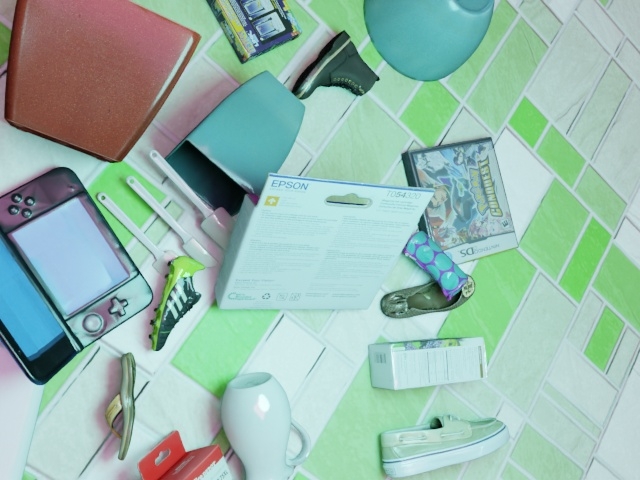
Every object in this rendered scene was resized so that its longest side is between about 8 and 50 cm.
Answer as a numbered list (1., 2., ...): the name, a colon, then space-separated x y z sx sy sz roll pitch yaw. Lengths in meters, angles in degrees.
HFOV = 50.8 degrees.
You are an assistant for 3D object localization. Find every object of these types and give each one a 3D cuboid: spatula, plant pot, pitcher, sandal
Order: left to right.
1. plant pot: -0.386 -0.267 1.115 0.267 0.267 0.235 21 88 -23
2. sandal: -0.344 0.283 1.157 0.049 0.072 0.180 0 82 -11
3. spatula: -0.273 -0.038 1.241 0.168 0.019 0.242 -42 102 -3
4. plant pot: -0.145 -0.193 1.265 0.165 0.166 0.234 41 65 -16
5. pitcher: -0.094 0.347 1.252 0.178 0.126 0.207 -19 103 -47
6. plant pot: 0.269 -0.522 1.491 0.290 0.195 0.290 3 82 -26

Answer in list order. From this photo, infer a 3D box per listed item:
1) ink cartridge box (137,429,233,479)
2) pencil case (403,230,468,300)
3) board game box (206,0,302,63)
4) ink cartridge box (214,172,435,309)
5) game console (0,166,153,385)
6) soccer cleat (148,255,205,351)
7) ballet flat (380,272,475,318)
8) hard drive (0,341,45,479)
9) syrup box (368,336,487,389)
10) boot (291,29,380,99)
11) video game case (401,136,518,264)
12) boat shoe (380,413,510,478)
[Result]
1. ink cartridge box: -0.210 0.449 1.158 0.230 0.078 0.134 68 22 -4
2. pencil case: 0.245 0.053 1.445 0.070 0.064 0.151 -39 77 -24
3. board game box: -0.138 -0.464 1.365 0.141 0.048 0.170 -32 98 -24
4. ink cartridge box: 0.000 0.000 1.240 0.324 0.330 0.071 4 41 -26
5. game console: -0.430 0.042 1.085 0.250 0.173 0.293 -35 100 -25
6. soccer cleat: -0.258 0.116 1.215 0.072 0.060 0.178 18 82 -20
7. ballet flat: 0.246 0.121 1.471 0.250 0.058 0.084 -9 88 -27
8. hard drive: -0.578 0.321 1.046 0.233 0.047 0.352 15 77 -24
9. syrup box: 0.228 0.256 1.425 0.237 0.093 0.096 -1 83 -26
10. boot: 0.039 -0.334 1.425 0.137 0.077 0.198 46 68 -20
11. video game case: 0.325 -0.088 1.551 0.248 0.035 0.274 -13 89 -27
12. boat shoe: 0.266 0.415 1.418 0.303 0.109 0.094 -9 85 -24
